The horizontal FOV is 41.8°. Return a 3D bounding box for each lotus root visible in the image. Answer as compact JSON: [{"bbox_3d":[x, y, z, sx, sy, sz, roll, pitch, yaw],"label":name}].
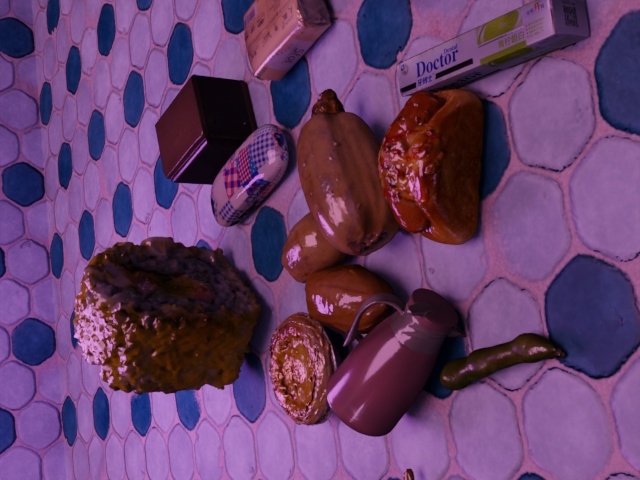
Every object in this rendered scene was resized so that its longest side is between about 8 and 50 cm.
[{"bbox_3d":[0.042,-0.129,1.547,0.151,0.169,0.343,115,142,-55],"label":"lotus root"},{"bbox_3d":[0.000,0.000,1.659,0.125,0.118,0.221,57,134,17],"label":"lotus root"}]

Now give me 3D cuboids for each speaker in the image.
[{"bbox_3d":[-0.280,-0.263,2.021,0.231,0.153,0.193,-38,60,48],"label":"speaker"}]

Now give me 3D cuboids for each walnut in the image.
[{"bbox_3d":[0.048,0.107,1.567,0.245,0.137,0.137,14,101,54],"label":"walnut"}]

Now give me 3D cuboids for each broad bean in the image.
[{"bbox_3d":[0.275,0.191,1.324,0.053,0.052,0.256,47,140,-12],"label":"broad bean"}]

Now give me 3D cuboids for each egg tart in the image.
[{"bbox_3d":[-0.022,0.259,1.704,0.234,0.094,0.234,7,98,56],"label":"egg tart"}]

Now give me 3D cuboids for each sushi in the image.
[{"bbox_3d":[-0.366,0.165,1.943,0.351,0.396,0.240,56,136,46],"label":"sushi"}]

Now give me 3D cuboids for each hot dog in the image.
[{"bbox_3d":[0.177,-0.122,1.369,0.150,0.153,0.257,9,97,55],"label":"hot dog"}]

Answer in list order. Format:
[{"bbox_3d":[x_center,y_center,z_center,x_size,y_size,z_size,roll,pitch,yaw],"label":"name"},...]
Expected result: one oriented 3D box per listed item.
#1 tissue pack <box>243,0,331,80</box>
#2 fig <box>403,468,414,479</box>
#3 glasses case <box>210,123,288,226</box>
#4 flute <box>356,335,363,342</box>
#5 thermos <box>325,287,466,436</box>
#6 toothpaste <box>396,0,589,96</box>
[{"bbox_3d":[-0.076,-0.472,1.786,0.222,0.090,0.186,-38,57,47],"label":"tissue pack"},{"bbox_3d":[0.104,0.526,1.483,0.207,0.175,0.175,-34,61,27],"label":"fig"},{"bbox_3d":[-0.168,-0.144,1.927,0.327,0.076,0.125,-41,59,48],"label":"glasses case"},{"bbox_3d":[0.061,0.179,1.653,0.269,0.014,0.014,41,123,47],"label":"flute"},{"bbox_3d":[0.121,0.195,1.446,0.265,0.176,0.146,-59,8,30],"label":"thermos"},{"bbox_3d":[0.259,-0.297,1.317,0.336,0.081,0.067,-13,83,55],"label":"toothpaste"}]
